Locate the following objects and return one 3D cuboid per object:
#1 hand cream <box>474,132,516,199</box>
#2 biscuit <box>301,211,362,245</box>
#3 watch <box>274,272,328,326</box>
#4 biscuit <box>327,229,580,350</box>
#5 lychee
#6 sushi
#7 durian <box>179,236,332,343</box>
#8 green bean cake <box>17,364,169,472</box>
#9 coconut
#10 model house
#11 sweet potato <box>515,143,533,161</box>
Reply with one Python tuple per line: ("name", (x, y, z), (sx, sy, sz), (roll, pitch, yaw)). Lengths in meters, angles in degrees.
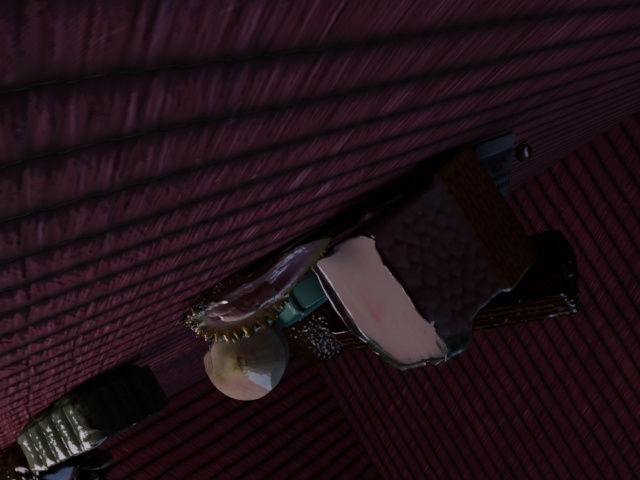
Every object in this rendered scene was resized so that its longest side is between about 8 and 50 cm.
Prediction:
("hand cream", (0.237, -0.012, 1.336), (0.139, 0.089, 0.314), (-19, 130, -52))
("biscuit", (0.000, 0.000, 1.171), (0.147, 0.018, 0.071), (-33, 178, 37))
("watch", (-0.008, 0.101, 1.731), (0.195, 0.068, 0.237), (-37, 173, 38))
("biscuit", (0.187, 0.081, 1.273), (0.388, 0.107, 0.073), (-13, 142, 30))
("lychee", (-0.003, 0.224, 2.212), (0.200, 0.200, 0.238), (-32, 159, 7))
("sushi", (-0.521, 0.451, 1.593), (0.224, 0.219, 0.238), (10, -154, 20))
("durian", (-0.071, 0.070, 1.112), (0.224, 0.078, 0.140), (-30, 174, 5))
("green bean cake", (-0.361, 0.281, 1.352), (0.185, 0.094, 0.183), (-34, 174, 30))
("coconut", (-0.149, 0.231, 1.693), (0.170, 0.171, 0.183), (-32, 173, 8))
("model house", (0.151, 0.026, 1.171), (0.237, 0.202, 0.237), (-38, -178, -22))
("sweet potato", (0.391, -0.167, 1.646), (0.034, 0.034, 0.095), (-31, 172, 6))
